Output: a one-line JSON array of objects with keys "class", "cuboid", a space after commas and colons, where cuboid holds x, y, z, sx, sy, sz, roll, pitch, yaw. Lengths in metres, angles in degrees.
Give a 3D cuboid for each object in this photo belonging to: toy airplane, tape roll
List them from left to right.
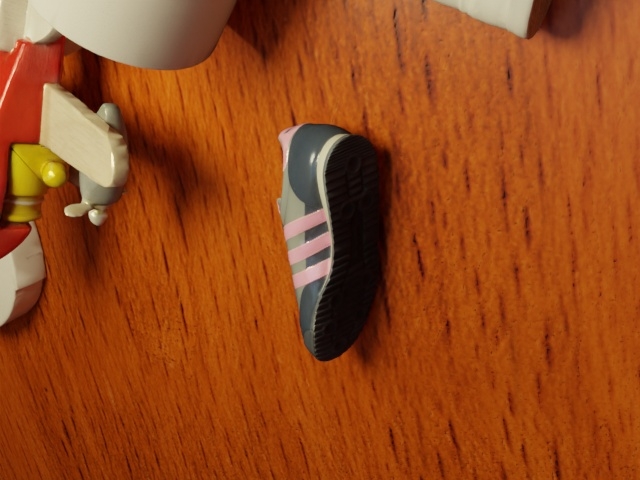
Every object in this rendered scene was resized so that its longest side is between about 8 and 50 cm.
[{"class": "tape roll", "cuboid": [-0.688, -0.011, 1.502, 0.392, 0.072, 0.392, 15, 119, 30]}, {"class": "toy airplane", "cuboid": [-0.406, -0.172, 1.136, 0.384, 0.272, 0.386, -26, 58, 30]}, {"class": "tape roll", "cuboid": [-0.200, -0.337, 0.887, 0.246, 0.246, 0.169, 44, 129, 10]}]

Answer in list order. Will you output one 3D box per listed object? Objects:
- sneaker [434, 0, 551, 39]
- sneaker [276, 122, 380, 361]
[{"class": "sneaker", "cuboid": [0.149, -0.343, 0.710, 0.169, 0.108, 0.293, 25, 133, 23]}, {"class": "sneaker", "cuboid": [0.000, 0.000, 1.011, 0.131, 0.112, 0.319, 28, 124, 42]}]
